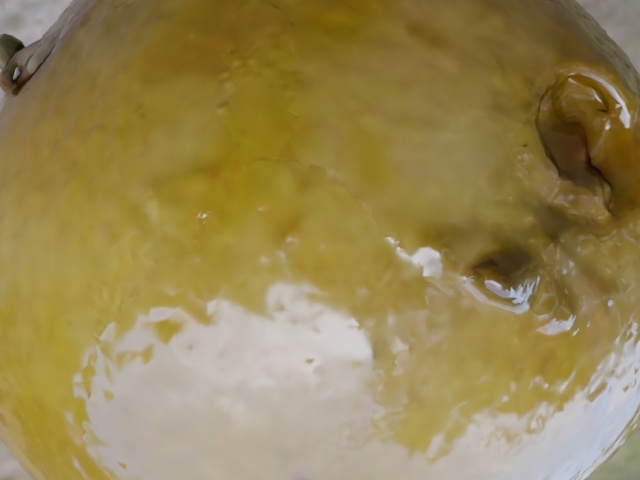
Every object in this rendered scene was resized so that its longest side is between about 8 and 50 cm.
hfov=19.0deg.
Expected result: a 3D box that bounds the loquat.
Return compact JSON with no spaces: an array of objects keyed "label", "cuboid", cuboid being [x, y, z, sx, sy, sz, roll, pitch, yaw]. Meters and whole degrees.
[{"label":"loquat","cuboid":[0.000,0.000,0.369,0.141,0.141,0.141,-17,160,-7]}]
